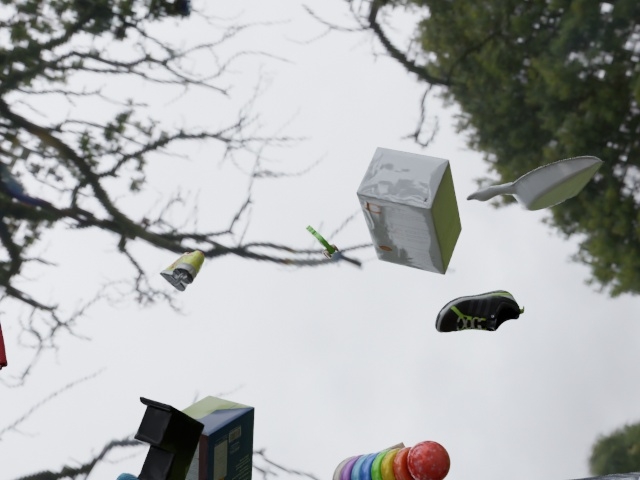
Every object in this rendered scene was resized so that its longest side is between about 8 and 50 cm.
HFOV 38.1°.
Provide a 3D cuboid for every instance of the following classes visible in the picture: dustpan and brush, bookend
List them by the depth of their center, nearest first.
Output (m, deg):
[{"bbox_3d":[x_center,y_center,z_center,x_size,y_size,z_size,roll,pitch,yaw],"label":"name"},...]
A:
[{"bbox_3d":[0.342,-0.086,1.526,0.211,0.060,0.147,-23,-18,-14],"label":"dustpan and brush"},{"bbox_3d":[-0.306,0.398,1.764,0.156,0.072,0.157,53,-128,-60],"label":"bookend"}]

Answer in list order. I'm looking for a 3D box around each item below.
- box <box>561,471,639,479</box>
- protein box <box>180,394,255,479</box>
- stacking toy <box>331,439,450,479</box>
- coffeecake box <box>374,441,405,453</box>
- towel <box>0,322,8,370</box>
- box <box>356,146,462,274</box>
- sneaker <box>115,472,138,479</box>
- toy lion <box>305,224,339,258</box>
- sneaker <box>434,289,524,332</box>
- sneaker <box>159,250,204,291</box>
[{"bbox_3d":[0.395,0.517,1.430,0.097,0.395,0.318,57,-142,-22],"label":"box"},{"bbox_3d":[-0.264,0.500,2.177,0.200,0.136,0.201,-20,-64,-60],"label":"protein box"},{"bbox_3d":[0.159,0.502,1.977,0.141,0.141,0.330,-50,8,-37],"label":"stacking toy"},{"bbox_3d":[0.183,0.622,2.334,0.142,0.185,0.068,-18,-37,-15],"label":"coffeecake box"},{"bbox_3d":[-0.684,0.144,1.574,0.274,0.199,0.031,3,-45,-33],"label":"towel"},{"bbox_3d":[0.255,-0.078,2.593,0.345,0.215,0.168,68,-139,-55],"label":"box"},{"bbox_3d":[-0.438,0.686,2.390,0.087,0.228,0.092,-48,-3,-4],"label":"sneaker"},{"bbox_3d":[0.000,0.000,2.322,0.034,0.096,0.100,-42,2,-5],"label":"toy lion"},{"bbox_3d":[0.405,0.189,2.342,0.234,0.097,0.084,-18,-52,-14],"label":"sneaker"},{"bbox_3d":[-0.371,0.078,2.552,0.094,0.081,0.208,-56,19,-25],"label":"sneaker"}]
